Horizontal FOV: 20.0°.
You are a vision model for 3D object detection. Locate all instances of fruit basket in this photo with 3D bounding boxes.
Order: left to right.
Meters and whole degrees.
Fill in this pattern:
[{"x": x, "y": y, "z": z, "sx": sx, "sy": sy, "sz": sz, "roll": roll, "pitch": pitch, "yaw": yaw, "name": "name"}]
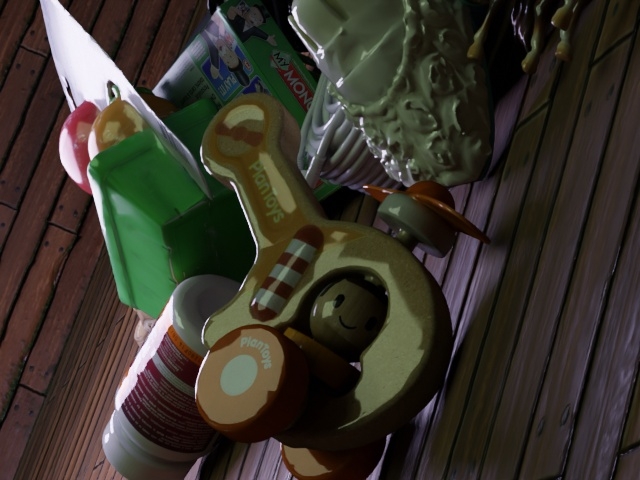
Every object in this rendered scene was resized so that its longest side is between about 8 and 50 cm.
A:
[{"x": -0.188, "y": -0.084, "z": 1.960, "sx": 0.353, "sy": 0.165, "sz": 0.327, "roll": 53, "pitch": 161, "yaw": 39, "name": "fruit basket"}]

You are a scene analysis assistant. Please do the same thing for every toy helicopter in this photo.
[{"x": 0.000, "y": 0.000, "z": 1.388, "sx": 0.235, "sy": 0.140, "sz": 0.355, "roll": -38, "pitch": 47, "yaw": 13, "name": "toy helicopter"}]

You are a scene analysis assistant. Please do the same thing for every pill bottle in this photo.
[{"x": -0.138, "y": 0.149, "z": 1.864, "sx": 0.221, "sy": 0.121, "sz": 0.121, "roll": -57, "pitch": 15, "yaw": 35, "name": "pill bottle"}]

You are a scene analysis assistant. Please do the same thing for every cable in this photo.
[{"x": 0.070, "y": -0.165, "z": 1.652, "sx": 0.257, "sy": 0.089, "sz": 0.257, "roll": -55, "pitch": 15, "yaw": 41, "name": "cable"}]

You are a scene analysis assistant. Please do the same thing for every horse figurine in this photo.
[{"x": 0.183, "y": -0.205, "z": 1.292, "sx": 0.174, "sy": 0.066, "sz": 0.263, "roll": -64, "pitch": 10, "yaw": -8, "name": "horse figurine"}]

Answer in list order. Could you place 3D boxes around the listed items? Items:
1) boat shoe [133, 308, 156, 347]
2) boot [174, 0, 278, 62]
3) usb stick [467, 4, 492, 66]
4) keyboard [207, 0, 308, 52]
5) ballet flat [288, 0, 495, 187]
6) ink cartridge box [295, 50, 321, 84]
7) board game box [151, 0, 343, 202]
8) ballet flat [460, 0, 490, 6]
[{"x": -0.178, "y": 0.052, "z": 2.235, "sx": 0.341, "sy": 0.110, "sz": 0.121, "roll": -46, "pitch": 24, "yaw": 58, "name": "boat shoe"}, {"x": -0.087, "y": -0.283, "z": 2.093, "sx": 0.445, "sy": 0.146, "sz": 0.367, "roll": -52, "pitch": -16, "yaw": 20, "name": "boot"}, {"x": 0.110, "y": -0.238, "z": 1.505, "sx": 0.045, "sy": 0.077, "sz": 0.278, "roll": 26, "pitch": -110, "yaw": -70, "name": "usb stick"}, {"x": -0.033, "y": -0.253, "z": 1.796, "sx": 0.317, "sy": 0.201, "sz": 0.033, "roll": 78, "pitch": -165, "yaw": -72, "name": "keyboard"}, {"x": 0.022, "y": -0.222, "z": 1.448, "sx": 0.147, "sy": 0.147, "sz": 0.409, "roll": -48, "pitch": 51, "yaw": 56, "name": "ballet flat"}, {"x": -0.038, "y": -0.137, "z": 2.002, "sx": 0.209, "sy": 0.109, "sz": 0.062, "roll": -35, "pitch": 33, "yaw": 67, "name": "ink cartridge box"}, {"x": -0.073, "y": -0.115, "z": 1.900, "sx": 0.046, "sy": 0.213, "sz": 0.317, "roll": -35, "pitch": 1, "yaw": -22, "name": "board game box"}, {"x": 0.156, "y": -0.257, "z": 1.429, "sx": 0.067, "sy": 0.073, "sz": 0.206, "roll": -42, "pitch": 12, "yaw": 43, "name": "ballet flat"}]
